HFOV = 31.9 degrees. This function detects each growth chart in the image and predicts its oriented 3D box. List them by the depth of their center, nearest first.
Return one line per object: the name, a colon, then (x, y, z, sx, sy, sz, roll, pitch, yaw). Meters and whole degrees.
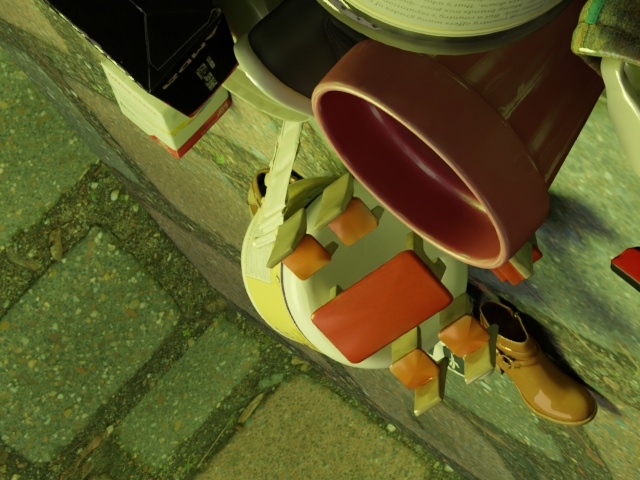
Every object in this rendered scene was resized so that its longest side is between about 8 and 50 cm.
growth chart: (-0.041, -0.102, 1.374, 0.021, 0.237, 0.172, 14, 179, -13)

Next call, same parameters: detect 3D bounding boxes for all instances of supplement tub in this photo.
supplement tub: (0.029, 0.033, 1.505, 0.241, 0.241, 0.331, 46, 170, -14)

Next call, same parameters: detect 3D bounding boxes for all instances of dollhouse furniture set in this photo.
dollhouse furniture set: (0.106, 0.046, 1.224, 0.262, 0.259, 0.135, 46, -154, -15)

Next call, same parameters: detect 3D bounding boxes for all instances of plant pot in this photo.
plant pot: (0.123, -0.109, 0.868, 0.201, 0.180, 0.201, 40, 168, 10)

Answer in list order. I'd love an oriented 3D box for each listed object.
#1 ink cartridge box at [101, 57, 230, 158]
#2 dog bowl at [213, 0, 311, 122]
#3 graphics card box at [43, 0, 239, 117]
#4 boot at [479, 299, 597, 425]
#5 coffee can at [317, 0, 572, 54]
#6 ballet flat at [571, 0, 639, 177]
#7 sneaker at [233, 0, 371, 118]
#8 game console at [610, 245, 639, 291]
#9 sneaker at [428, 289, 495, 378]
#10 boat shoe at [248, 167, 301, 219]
ink cartridge box: (-0.227, -0.233, 1.679, 0.128, 0.127, 0.176, 41, 168, 12)
dog bowl: (-0.104, -0.283, 1.180, 0.348, 0.102, 0.349, 41, 168, 10)
graphics card box: (-0.187, -0.224, 1.002, 0.233, 0.094, 0.371, 43, 180, -4)
boot: (0.296, 0.170, 1.557, 0.197, 0.073, 0.152, 33, 161, 29)
coffee can: (0.080, -0.232, 0.527, 0.201, 0.201, 0.275, 42, 168, 5)
ballet flat: (0.283, -0.042, 0.749, 0.348, 0.123, 0.123, 47, 167, -21)
sneaker: (0.062, -0.177, 1.021, 0.295, 0.147, 0.105, 4, -129, -58)
game console: (0.414, 0.152, 0.872, 0.386, 0.060, 0.342, 38, -177, -5)
sneaker: (0.195, 0.128, 1.646, 0.235, 0.094, 0.153, 56, 177, -14)
boat shoe: (0.000, 0.000, 1.791, 0.324, 0.122, 0.120, 37, 164, 21)
